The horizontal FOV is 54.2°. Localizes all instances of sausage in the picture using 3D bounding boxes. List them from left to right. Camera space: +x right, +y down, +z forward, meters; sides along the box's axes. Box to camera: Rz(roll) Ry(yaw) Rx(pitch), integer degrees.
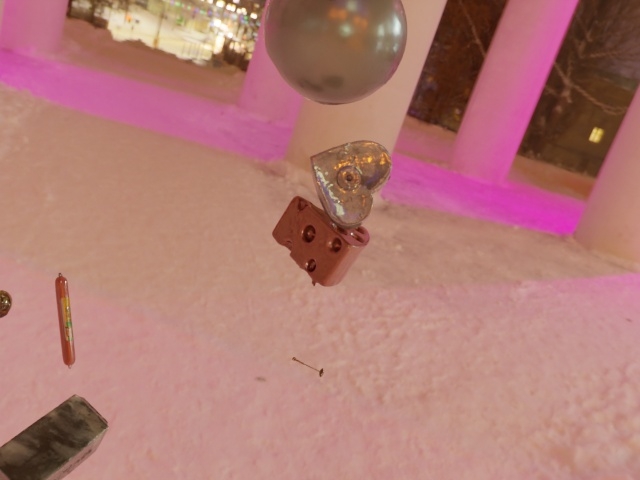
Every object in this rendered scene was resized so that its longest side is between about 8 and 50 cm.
[{"bbox_3d":[-0.593,0.186,1.453,0.029,0.223,0.029,-7,-3,0],"label":"sausage"}]

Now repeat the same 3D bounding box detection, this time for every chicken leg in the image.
[{"bbox_3d":[-0.915,0.198,1.685,0.070,0.178,0.093,62,5,13],"label":"chicken leg"}]

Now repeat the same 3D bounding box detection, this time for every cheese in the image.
[{"bbox_3d":[0.024,0.012,1.428,0.177,0.128,0.203,11,26,-51],"label":"cheese"}]

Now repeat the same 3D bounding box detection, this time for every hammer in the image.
[{"bbox_3d":[-0.038,0.383,1.906,0.122,0.029,0.014,32,-34,-28],"label":"hammer"}]

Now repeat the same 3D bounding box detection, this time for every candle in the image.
[{"bbox_3d":[0.053,-0.129,1.305,0.168,0.192,0.068,26,-7,1],"label":"candle"}]

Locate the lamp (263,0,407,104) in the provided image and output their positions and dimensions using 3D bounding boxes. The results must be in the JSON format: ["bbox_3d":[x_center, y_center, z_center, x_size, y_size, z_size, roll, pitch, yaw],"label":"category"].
[{"bbox_3d":[0.011,-0.152,0.458,0.105,0.105,0.105,17,17,-6],"label":"lamp"}]

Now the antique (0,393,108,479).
[{"bbox_3d":[-0.435,0.338,1.007,0.086,0.088,0.183,41,36,8],"label":"antique"}]
